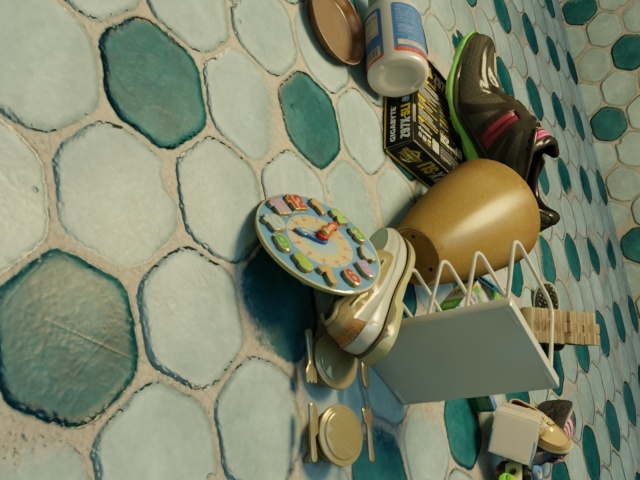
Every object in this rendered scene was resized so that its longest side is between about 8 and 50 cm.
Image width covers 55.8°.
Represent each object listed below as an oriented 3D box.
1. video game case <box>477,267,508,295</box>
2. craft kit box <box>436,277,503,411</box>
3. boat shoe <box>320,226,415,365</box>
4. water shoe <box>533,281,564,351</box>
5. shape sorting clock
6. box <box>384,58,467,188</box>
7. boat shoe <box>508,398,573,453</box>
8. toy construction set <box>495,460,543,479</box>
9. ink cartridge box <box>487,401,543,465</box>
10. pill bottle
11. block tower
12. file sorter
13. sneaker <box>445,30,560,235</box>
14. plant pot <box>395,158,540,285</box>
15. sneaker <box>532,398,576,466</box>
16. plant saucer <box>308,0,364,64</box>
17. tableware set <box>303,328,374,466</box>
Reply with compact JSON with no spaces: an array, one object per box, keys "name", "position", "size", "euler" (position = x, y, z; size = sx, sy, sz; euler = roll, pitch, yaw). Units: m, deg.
[{"name":"video game case","position":[0.368,0.049,1.393],"size":[0.166,0.015,0.119],"euler":[35,38,-12]},{"name":"craft kit box","position":[0.365,0.213,1.365],"size":[0.247,0.061,0.250],"euler":[-31,102,-51]},{"name":"boat shoe","position":[0.077,0.059,0.977],"size":[0.103,0.113,0.302],"euler":[36,31,-12]},{"name":"water shoe","position":[0.664,0.222,1.766],"size":[0.080,0.073,0.203],"euler":[10,73,-74]},{"name":"shape sorting clock","position":[0.000,0.000,0.888],"size":[0.206,0.040,0.206],"euler":[21,31,-13]},{"name":"box","position":[0.261,-0.250,1.378],"size":[0.322,0.079,0.257],"euler":[29,54,-45]},{"name":"boat shoe","position":[0.491,0.417,1.369],"size":[0.063,0.170,0.059],"euler":[-35,123,-21]},{"name":"toy construction set","position":[0.432,0.585,1.238],"size":[0.327,0.151,0.215],"euler":[65,35,-38]},{"name":"ink cartridge box","position":[0.421,0.409,1.297],"size":[0.143,0.090,0.092],"euler":[16,86,-66]},{"name":"pill bottle","position":[0.151,-0.418,1.244],"size":[0.124,0.124,0.221],"euler":[29,51,-45]},{"name":"block tower","position":[0.614,0.230,1.602],"size":[0.335,0.097,0.091],"euler":[10,76,-39]},{"name":"file sorter","position":[0.230,0.140,1.022],"size":[0.193,0.278,0.173],"euler":[54,37,-26]},{"name":"sneaker","position":[0.416,-0.232,1.341],"size":[0.185,0.202,0.482],"euler":[-14,89,-55]},{"name":"plant pot","position":[0.261,-0.011,1.189],"size":[0.254,0.237,0.237],"euler":[-27,100,-38]},{"name":"sneaker","position":[0.559,0.500,1.471],"size":[0.319,0.112,0.131],"euler":[-15,95,-50]},{"name":"plant saucer","position":[0.027,-0.415,1.165],"size":[0.168,0.029,0.168],"euler":[24,58,-46]},{"name":"tableware set","position":[0.017,0.234,0.898],"size":[0.128,0.039,0.194],"euler":[17,60,-39]}]
